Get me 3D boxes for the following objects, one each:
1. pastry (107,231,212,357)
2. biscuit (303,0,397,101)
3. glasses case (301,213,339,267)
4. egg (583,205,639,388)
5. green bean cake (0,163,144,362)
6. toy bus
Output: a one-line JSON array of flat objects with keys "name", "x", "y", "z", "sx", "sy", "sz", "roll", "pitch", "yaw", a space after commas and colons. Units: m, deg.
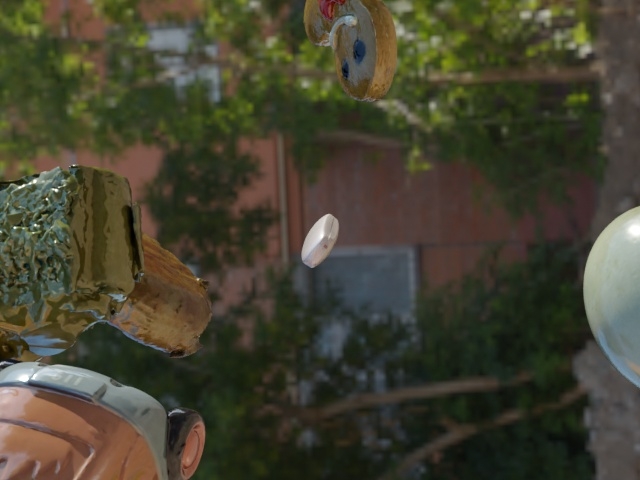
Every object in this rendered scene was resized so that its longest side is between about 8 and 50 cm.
[{"name": "pastry", "x": -0.240, "y": 0.062, "z": 2.041, "sx": 0.100, "sy": 0.229, "sz": 0.218, "roll": -52, "pitch": -6, "yaw": 10}, {"name": "biscuit", "x": 0.013, "y": -0.228, "z": 1.280, "sx": 0.158, "sy": 0.035, "sz": 0.240, "roll": 127, "pitch": 133, "yaw": -57}, {"name": "glasses case", "x": 0.000, "y": 0.000, "z": 1.274, "sx": 0.032, "sy": 0.021, "sz": 0.083, "roll": -49, "pitch": 8, "yaw": 14}, {"name": "egg", "x": 0.226, "y": 0.041, "z": 0.947, "sx": 0.152, "sy": 0.114, "sz": 0.114, "roll": -116, "pitch": 12, "yaw": -50}, {"name": "green bean cake", "x": -0.356, "y": 0.034, "z": 1.488, "sx": 0.310, "sy": 0.285, "sz": 0.202, "roll": 8, "pitch": -113, "yaw": -37}, {"name": "toy bus", "x": -0.217, "y": 0.251, "z": 1.265, "sx": 0.232, "sy": 0.194, "sz": 0.287, "roll": -61, "pitch": -21, "yaw": -51}]
